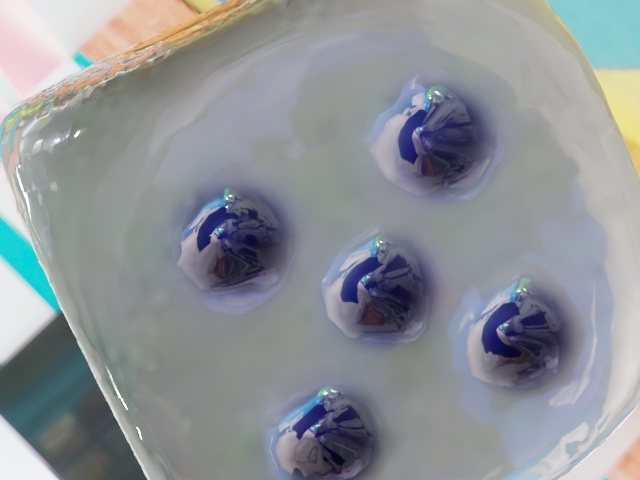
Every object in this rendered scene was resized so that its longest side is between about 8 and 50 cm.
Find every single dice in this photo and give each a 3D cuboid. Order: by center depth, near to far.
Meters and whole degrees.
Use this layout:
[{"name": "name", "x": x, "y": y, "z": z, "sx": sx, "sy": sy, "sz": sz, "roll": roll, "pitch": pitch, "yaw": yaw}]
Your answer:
[{"name": "dice", "x": 0.000, "y": 0.000, "z": 0.484, "sx": 0.192, "sy": 0.194, "sz": 0.193, "roll": 64, "pitch": 170, "yaw": -14}]
